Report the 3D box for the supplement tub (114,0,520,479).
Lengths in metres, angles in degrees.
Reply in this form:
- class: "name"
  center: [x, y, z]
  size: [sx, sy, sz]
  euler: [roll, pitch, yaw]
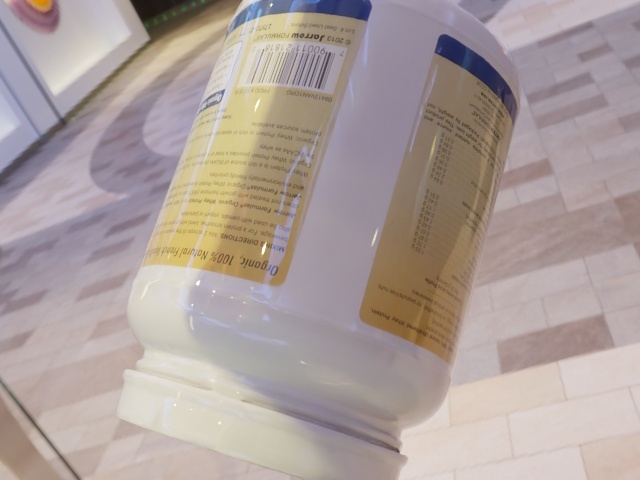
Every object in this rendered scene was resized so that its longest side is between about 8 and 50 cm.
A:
- class: "supplement tub"
  center: [0.000, 0.000, 0.538]
  size: [0.228, 0.228, 0.316]
  euler: [2, 69, 46]
